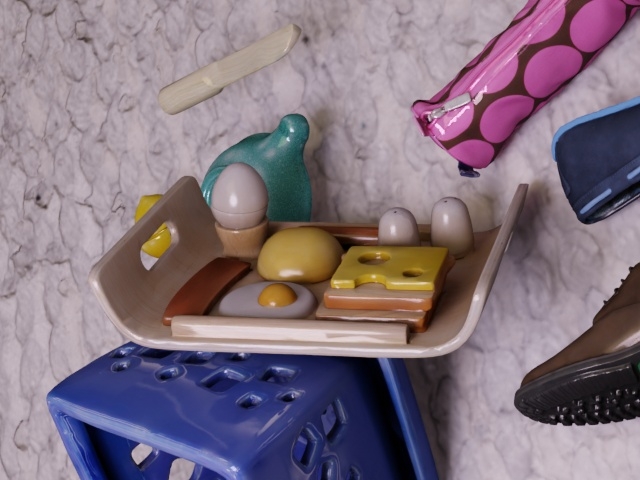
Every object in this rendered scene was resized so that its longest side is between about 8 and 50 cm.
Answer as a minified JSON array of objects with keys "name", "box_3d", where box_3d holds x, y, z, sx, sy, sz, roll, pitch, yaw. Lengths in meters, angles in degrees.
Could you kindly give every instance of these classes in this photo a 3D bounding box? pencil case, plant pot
[{"name":"pencil case","box_3d":[0.169,-0.152,1.134,0.209,0.098,0.095,-48,53,19]},{"name":"plant pot","box_3d":[-0.045,0.174,1.123,0.236,0.236,0.212,13,44,42]}]

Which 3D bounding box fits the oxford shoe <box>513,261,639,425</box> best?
[{"name":"oxford shoe","box_3d":[0.242,0.071,1.040,0.227,0.083,0.096,-32,41,30]}]

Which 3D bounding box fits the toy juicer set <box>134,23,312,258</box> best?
[{"name":"toy juicer set","box_3d":[-0.088,-0.041,1.328,0.209,0.089,0.329,10,96,45]}]

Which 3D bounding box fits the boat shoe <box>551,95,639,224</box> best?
[{"name":"boat shoe","box_3d":[0.292,-0.073,1.024,0.258,0.109,0.089,-23,71,52]}]

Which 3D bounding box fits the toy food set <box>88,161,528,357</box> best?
[{"name":"toy food set","box_3d":[0.000,0.000,1.096,0.306,0.220,0.092,1,113,16]}]
